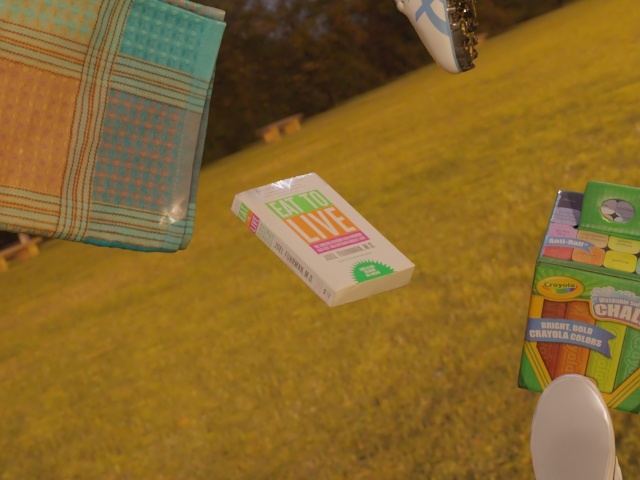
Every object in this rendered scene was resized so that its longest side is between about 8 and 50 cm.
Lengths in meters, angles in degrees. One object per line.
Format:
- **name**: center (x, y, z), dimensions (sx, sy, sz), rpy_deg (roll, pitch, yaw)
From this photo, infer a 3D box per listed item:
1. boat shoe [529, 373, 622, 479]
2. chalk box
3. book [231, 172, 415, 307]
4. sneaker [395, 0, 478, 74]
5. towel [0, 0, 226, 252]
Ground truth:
- **boat shoe**: center (0.289, 0.271, 1.326), dimensions (0.095, 0.258, 0.084), rpy_deg (-2, 7, 19)
- **chalk box**: center (0.380, 0.057, 1.592), dimensions (0.180, 0.289, 0.179), rpy_deg (11, 38, 15)
- **book**: center (0.000, 0.000, 1.050), dimensions (0.096, 0.035, 0.144), rpy_deg (-14, 45, -41)
- **sneaker**: center (0.060, -0.239, 0.966), dimensions (0.086, 0.237, 0.085), rpy_deg (-25, -2, 21)
- **towel**: center (-0.251, -0.136, 1.156), dimensions (0.040, 0.272, 0.370), rpy_deg (10, 0, 43)
